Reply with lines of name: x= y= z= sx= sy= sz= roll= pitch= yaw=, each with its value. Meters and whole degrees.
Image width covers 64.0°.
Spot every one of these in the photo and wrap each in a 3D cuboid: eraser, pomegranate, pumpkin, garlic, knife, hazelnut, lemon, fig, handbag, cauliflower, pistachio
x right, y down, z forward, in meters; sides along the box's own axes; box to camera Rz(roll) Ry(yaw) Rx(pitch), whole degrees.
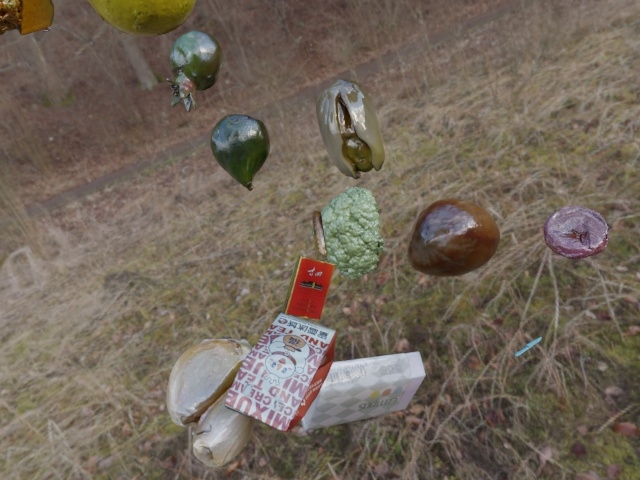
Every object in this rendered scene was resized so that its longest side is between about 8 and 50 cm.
eraser: x=0.135 y=0.462 z=1.592 sx=0.396 sy=0.213 sz=0.082 roll=0 pitch=36 yaw=-30
pomegranate: x=-0.317 y=-0.416 z=1.257 sx=0.191 sy=0.131 sz=0.152 roll=-69 pitch=13 yaw=-12
pumpkin: x=-0.681 y=-0.512 z=1.124 sx=0.190 sy=0.281 sz=0.139 roll=-10 pitch=-35 yaw=-32
garlic: x=-0.266 y=0.426 z=1.383 sx=0.249 sy=0.286 sz=0.313 roll=-8 pitch=39 yaw=52
knife: x=0.580 y=0.295 z=1.428 sx=0.091 sy=0.005 sz=0.014 roll=-32 pitch=36 yaw=-3
hazelnut: x=0.516 y=-0.008 z=2.040 sx=0.365 sy=0.366 sz=0.366 roll=-22 pitch=18 yaw=7
lemon: x=-0.298 y=-0.424 z=0.837 sx=0.206 sy=0.174 sz=0.173 roll=-25 pitch=16 yaw=-30
fig: x=-0.255 y=-0.285 z=1.662 sx=0.195 sy=0.245 sz=0.195 roll=-7 pitch=-19 yaw=-2
handbag: x=-0.082 y=0.313 z=1.192 sx=0.171 sy=0.151 sz=0.298 roll=17 pitch=27 yaw=13
cauliflower: x=0.118 y=-0.024 z=1.697 sx=0.275 sy=0.272 sz=0.250 roll=-33 pitch=-2 yaw=39
pistachio: x=0.085 y=-0.319 z=1.464 sx=0.166 sy=0.288 sz=0.197 roll=-15 pitch=4 yaw=15

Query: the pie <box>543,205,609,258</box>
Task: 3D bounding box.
pie: x=0.752 y=-0.024 z=1.511 sx=0.182 sy=0.050 sz=0.183 roll=-9 pitch=53 yaw=13

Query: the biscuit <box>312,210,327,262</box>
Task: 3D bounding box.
biscuit: x=-0.001 y=0.000 z=1.475 sx=0.031 sy=0.177 sz=0.228 roll=-7 pitch=-14 yaw=0

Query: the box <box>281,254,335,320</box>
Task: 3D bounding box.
box: x=-0.026 y=0.106 z=1.132 sx=0.090 sy=0.134 sz=0.023 roll=17 pitch=0 yaw=-29
